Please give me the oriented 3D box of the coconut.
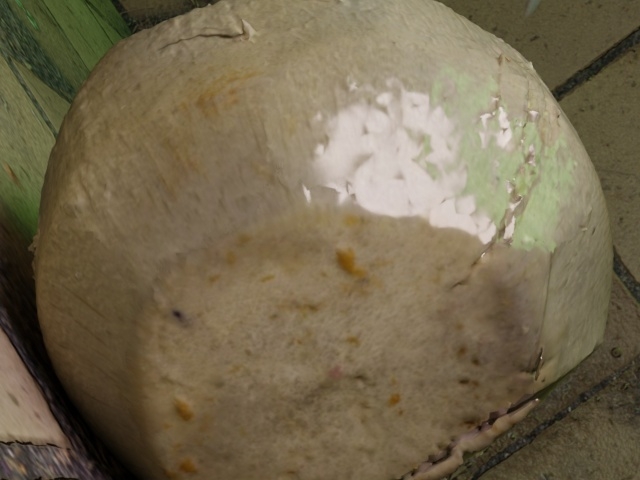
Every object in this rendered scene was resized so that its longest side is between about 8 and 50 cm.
[{"bbox_3d":[0.000,0.000,0.944,0.346,0.346,0.360,54,11,-25],"label":"coconut"}]
